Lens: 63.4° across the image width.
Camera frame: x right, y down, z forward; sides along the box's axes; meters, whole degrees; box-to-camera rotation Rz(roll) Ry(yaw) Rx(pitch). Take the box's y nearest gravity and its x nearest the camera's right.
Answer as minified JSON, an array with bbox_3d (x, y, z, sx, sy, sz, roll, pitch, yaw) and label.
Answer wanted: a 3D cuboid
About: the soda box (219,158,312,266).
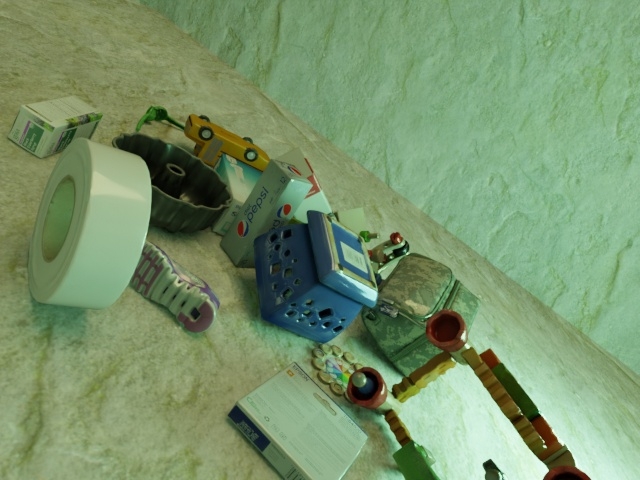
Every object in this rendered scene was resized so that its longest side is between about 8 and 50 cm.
[{"bbox_3d":[-0.146,-0.067,1.362,0.091,0.286,0.098,7,33,-51],"label":"soda box"}]

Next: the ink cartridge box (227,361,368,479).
[{"bbox_3d":[-0.034,0.351,0.973,0.223,0.045,0.224,42,20,15],"label":"ink cartridge box"}]

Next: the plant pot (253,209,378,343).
[{"bbox_3d":[-0.003,0.080,1.253,0.236,0.212,0.236,31,36,-42],"label":"plant pot"}]

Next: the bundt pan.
[{"bbox_3d":[-0.403,-0.137,1.347,0.330,0.124,0.331,31,21,-14],"label":"bundt pan"}]

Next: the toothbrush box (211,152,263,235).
[{"bbox_3d":[-0.219,-0.113,1.577,0.216,0.126,0.296,24,23,-31],"label":"toothbrush box"}]

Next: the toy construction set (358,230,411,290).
[{"bbox_3d":[0.126,0.082,1.629,0.237,0.258,0.309,-3,-25,35],"label":"toy construction set"}]

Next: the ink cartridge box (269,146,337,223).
[{"bbox_3d":[-0.039,-0.119,1.595,0.273,0.114,0.197,62,2,-36],"label":"ink cartridge box"}]

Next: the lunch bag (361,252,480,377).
[{"bbox_3d":[0.268,0.196,1.438,0.256,0.212,0.305,43,42,2],"label":"lunch bag"}]

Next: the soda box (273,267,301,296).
[{"bbox_3d":[-0.089,0.109,1.397,0.063,0.058,0.183,43,22,18],"label":"soda box"}]

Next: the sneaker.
[{"bbox_3d":[-0.300,0.089,1.078,0.236,0.095,0.104,42,14,3],"label":"sneaker"}]

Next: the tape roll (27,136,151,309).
[{"bbox_3d":[-0.401,-0.026,0.887,0.100,0.286,0.286,15,29,-42],"label":"tape roll"}]

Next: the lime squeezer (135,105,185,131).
[{"bbox_3d":[-0.577,-0.422,1.822,0.110,0.058,0.310,67,21,-2],"label":"lime squeezer"}]

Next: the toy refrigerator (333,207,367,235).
[{"bbox_3d":[0.096,-0.053,1.799,0.094,0.102,0.269,-9,1,-5],"label":"toy refrigerator"}]

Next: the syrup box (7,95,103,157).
[{"bbox_3d":[-0.666,-0.294,1.318,0.096,0.093,0.237,33,21,-8],"label":"syrup box"}]

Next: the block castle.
[{"bbox_3d":[0.269,0.375,0.985,0.213,0.303,0.453,47,8,-44],"label":"block castle"}]

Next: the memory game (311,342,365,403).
[{"bbox_3d":[0.056,0.316,1.239,0.186,0.012,0.186,30,21,-13],"label":"memory game"}]

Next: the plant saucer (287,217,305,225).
[{"bbox_3d":[0.000,0.000,1.443,0.188,0.045,0.188,25,3,-31],"label":"plant saucer"}]

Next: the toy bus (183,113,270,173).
[{"bbox_3d":[-0.331,-0.320,1.847,0.332,0.130,0.108,22,25,-32],"label":"toy bus"}]
